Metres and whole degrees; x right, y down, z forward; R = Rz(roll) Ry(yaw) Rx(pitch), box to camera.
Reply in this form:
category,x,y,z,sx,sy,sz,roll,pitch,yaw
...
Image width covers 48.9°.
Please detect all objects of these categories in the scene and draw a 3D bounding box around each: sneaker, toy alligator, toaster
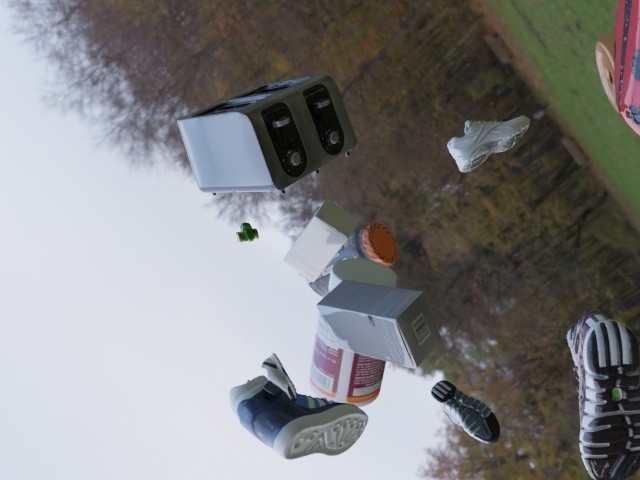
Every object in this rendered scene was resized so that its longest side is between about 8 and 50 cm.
category,x,y,z,sx,sy,sz,roll,pitch,yaw
sneaker,0.428,-0.276,1.802,0.115,0.232,0.090,57,166,20
toy alligator,-0.210,-0.026,1.968,0.189,0.056,0.051,-164,61,-78
sneaker,0.463,0.239,1.155,0.162,0.106,0.281,-76,-18,-73
sneaker,-0.086,0.292,1.475,0.109,0.043,0.040,57,171,11
sneaker,-0.059,0.374,1.591,0.236,0.130,0.323,34,-166,35
sneaker,0.396,0.470,1.864,0.228,0.086,0.132,41,165,44
toaster,-0.073,-0.135,0.914,0.168,0.185,0.110,-33,-65,-40

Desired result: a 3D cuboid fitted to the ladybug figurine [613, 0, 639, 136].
category,x,y,z,sx,sy,sz,roll,pitch,yaw
ladybug figurine,0.592,-0.349,1.173,0.305,0.162,0.449,-69,-24,-68

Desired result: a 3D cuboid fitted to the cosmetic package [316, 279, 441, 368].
category,x,y,z,sx,sy,sz,roll,pitch,yaw
cosmetic package,0.116,0.165,1.439,0.107,0.238,0.127,-40,-64,-33

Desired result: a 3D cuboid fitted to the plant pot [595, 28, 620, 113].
category,x,y,z,sx,sy,sz,roll,pitch,yaw
plant pot,0.832,-0.451,1.786,0.291,0.203,0.291,-18,-90,-77

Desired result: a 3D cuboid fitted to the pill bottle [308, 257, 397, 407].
category,x,y,z,sx,sy,sz,roll,pitch,yaw
pill bottle,0.096,0.266,2.047,0.224,0.392,0.224,7,-156,-3

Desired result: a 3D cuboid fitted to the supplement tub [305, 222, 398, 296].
category,x,y,z,sx,sy,sz,roll,pitch,yaw
supplement tub,0.107,0.068,2.451,0.193,0.316,0.194,26,-131,-35

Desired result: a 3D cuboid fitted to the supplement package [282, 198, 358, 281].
category,x,y,z,sx,sy,sz,roll,pitch,yaw
supplement package,0.000,0.000,1.838,0.105,0.179,0.105,36,-145,-2
